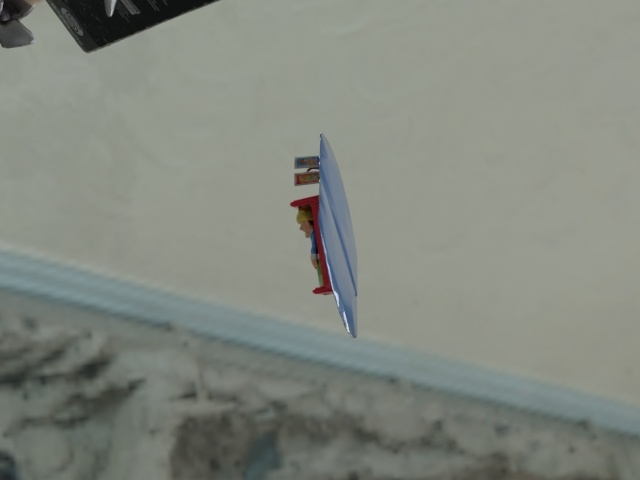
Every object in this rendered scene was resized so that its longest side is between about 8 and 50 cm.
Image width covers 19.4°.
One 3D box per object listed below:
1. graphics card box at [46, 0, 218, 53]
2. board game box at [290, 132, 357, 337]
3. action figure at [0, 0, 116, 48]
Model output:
[{"bbox_3d":[-0.150,-0.275,1.384,0.094,0.371,0.233,-42,-76,-23],"label":"graphics card box"},{"bbox_3d":[0.000,0.000,1.515,0.033,0.168,0.133,-9,-49,10],"label":"board game box"},{"bbox_3d":[-0.168,-0.129,0.780,0.285,0.185,0.099,-27,-54,29],"label":"action figure"}]
